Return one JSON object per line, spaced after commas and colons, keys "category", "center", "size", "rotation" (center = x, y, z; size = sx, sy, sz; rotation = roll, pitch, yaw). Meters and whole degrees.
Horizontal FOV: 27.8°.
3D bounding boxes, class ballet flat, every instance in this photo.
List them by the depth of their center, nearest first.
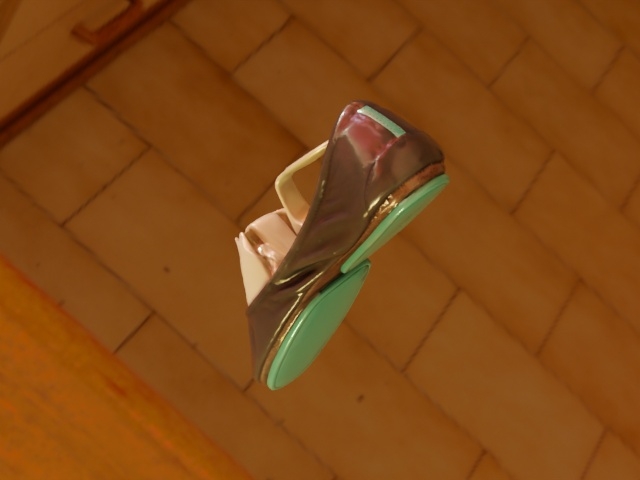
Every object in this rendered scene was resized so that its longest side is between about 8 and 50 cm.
{"category": "ballet flat", "center": [0.000, 0.000, 0.928], "size": [0.096, 0.280, 0.095], "rotation": [48, 46, 13]}
